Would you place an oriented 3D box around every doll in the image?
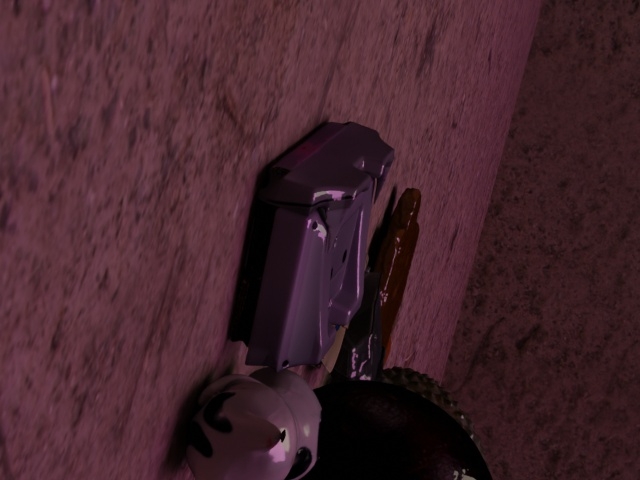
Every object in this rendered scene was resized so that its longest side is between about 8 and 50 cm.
[{"bbox_3d":[-0.060,0.175,1.142,0.110,0.107,0.181,-54,165,8],"label":"doll"}]

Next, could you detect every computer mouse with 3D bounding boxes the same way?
[{"bbox_3d":[0.044,0.121,1.657,0.231,0.071,0.126,-73,160,-65],"label":"computer mouse"}]

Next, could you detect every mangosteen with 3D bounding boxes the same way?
[{"bbox_3d":[0.033,0.283,1.334,0.313,0.297,0.296,34,69,-41],"label":"mangosteen"}]

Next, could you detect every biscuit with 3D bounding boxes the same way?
[{"bbox_3d":[0.094,0.061,1.872,0.208,0.041,0.290,-29,134,-75],"label":"biscuit"}]

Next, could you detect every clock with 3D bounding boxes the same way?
[{"bbox_3d":[0.000,0.000,1.229,0.253,0.083,0.186,-48,153,-66],"label":"clock"}]

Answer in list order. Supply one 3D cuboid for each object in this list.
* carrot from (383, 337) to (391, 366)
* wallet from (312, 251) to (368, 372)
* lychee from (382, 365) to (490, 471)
[{"bbox_3d":[0.055,0.244,1.953,0.043,0.043,0.247,80,31,-66],"label":"carrot"},{"bbox_3d":[0.014,0.072,1.510,0.110,0.039,0.155,59,48,-70],"label":"wallet"},{"bbox_3d":[0.109,0.311,1.772,0.255,0.255,0.274,85,4,-61],"label":"lychee"}]
